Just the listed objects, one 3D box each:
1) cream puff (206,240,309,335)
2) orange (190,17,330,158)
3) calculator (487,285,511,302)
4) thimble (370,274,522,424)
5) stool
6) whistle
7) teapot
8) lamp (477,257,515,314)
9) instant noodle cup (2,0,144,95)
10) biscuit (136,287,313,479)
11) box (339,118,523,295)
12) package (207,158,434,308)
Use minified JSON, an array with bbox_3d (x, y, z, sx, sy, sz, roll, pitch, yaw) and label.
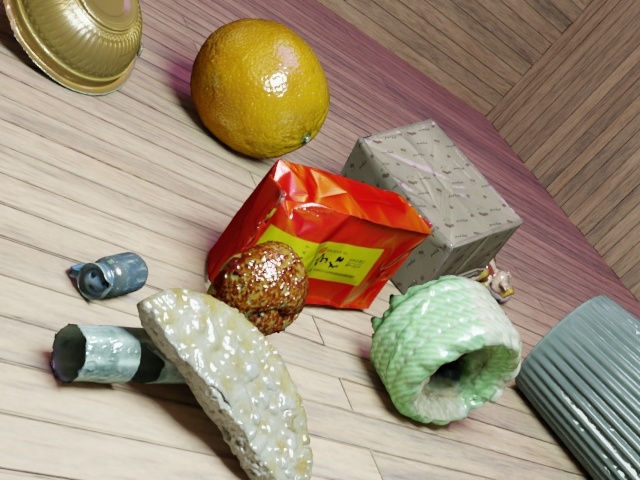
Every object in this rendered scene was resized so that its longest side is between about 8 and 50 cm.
[{"bbox_3d":[-0.075,0.073,1.064,0.084,0.149,0.149,42,19,31],"label":"cream puff"},{"bbox_3d":[-0.108,-0.275,1.557,0.264,0.264,0.264,35,22,-17],"label":"orange"},{"bbox_3d":[0.381,0.079,1.985,0.100,0.032,0.175,7,40,-55],"label":"calculator"},{"bbox_3d":[0.187,0.163,1.257,0.219,0.219,0.150,22,28,-41],"label":"thimble"},{"bbox_3d":[0.556,0.298,1.544,0.330,0.297,0.297,47,21,26],"label":"stool"},{"bbox_3d":[-0.152,0.131,0.938,0.312,0.062,0.062,13,35,-52],"label":"whistle"},{"bbox_3d":[-0.244,0.035,0.977,0.063,0.049,0.083,48,22,14],"label":"teapot"},{"bbox_3d":[0.337,0.075,1.809,0.253,0.118,0.118,44,21,10],"label":"lamp"},{"bbox_3d":[-0.362,-0.372,1.328,0.274,0.090,0.274,29,53,-47],"label":"instant noodle cup"},{"bbox_3d":[-0.087,0.152,0.927,0.290,0.038,0.141,56,32,-14],"label":"biscuit"},{"bbox_3d":[0.197,-0.062,1.651,0.225,0.190,0.297,-18,59,-39],"label":"box"},{"bbox_3d":[0.001,0.000,1.264,0.423,0.196,0.123,7,35,-54],"label":"package"}]
